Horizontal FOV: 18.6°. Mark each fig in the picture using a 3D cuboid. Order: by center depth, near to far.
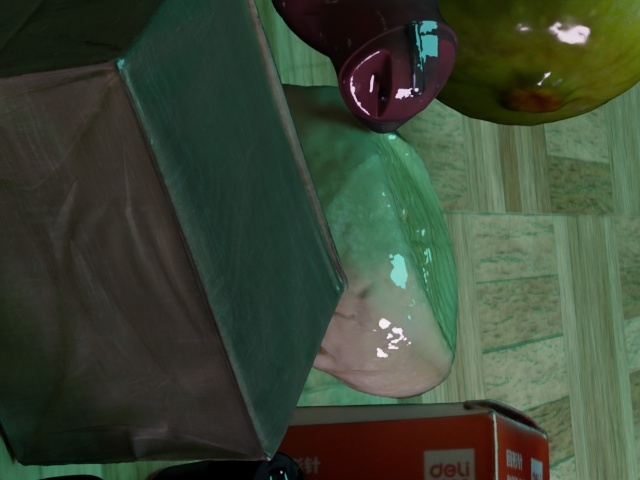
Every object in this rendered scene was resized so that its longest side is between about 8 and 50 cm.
[{"bbox_3d":[0.158,-0.255,1.605,0.258,0.258,0.326,46,28,-59],"label":"fig"}]

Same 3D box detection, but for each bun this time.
[{"bbox_3d":[0.000,0.000,1.241,0.229,0.145,0.229,-16,90,-80],"label":"bun"}]

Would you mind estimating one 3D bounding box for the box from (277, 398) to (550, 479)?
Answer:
[{"bbox_3d":[0.051,0.161,1.297,0.133,0.182,0.099,27,60,-63],"label":"box"}]

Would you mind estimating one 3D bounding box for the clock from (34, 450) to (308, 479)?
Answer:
[{"bbox_3d":[-0.066,0.249,1.052,0.379,0.120,0.276,-1,80,-70],"label":"clock"}]

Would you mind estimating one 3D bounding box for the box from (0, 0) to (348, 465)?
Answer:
[{"bbox_3d":[-0.102,-0.022,0.973,0.149,0.155,0.231,-64,145,-50],"label":"box"}]

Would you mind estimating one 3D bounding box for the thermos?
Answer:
[{"bbox_3d":[0.009,-0.224,1.182,0.109,0.136,0.330,8,52,-46],"label":"thermos"}]
